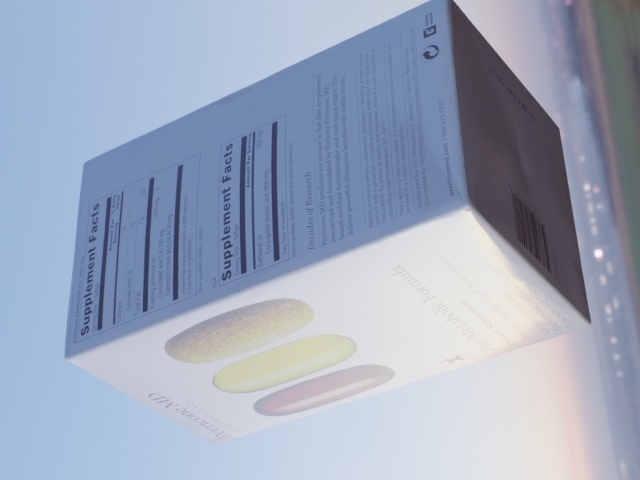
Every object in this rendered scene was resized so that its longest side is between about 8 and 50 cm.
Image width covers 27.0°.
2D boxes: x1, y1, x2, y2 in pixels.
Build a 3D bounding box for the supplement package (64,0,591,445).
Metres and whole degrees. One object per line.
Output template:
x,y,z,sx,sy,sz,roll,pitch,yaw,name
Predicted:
0.000,0.000,0.723,0.139,0.244,0.134,39,-141,-44,supplement package
